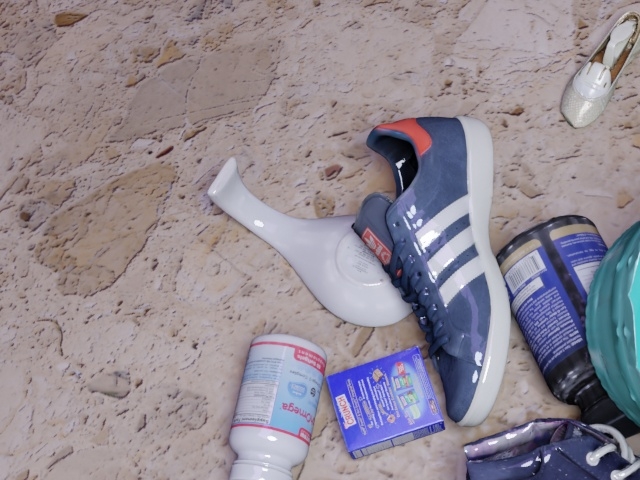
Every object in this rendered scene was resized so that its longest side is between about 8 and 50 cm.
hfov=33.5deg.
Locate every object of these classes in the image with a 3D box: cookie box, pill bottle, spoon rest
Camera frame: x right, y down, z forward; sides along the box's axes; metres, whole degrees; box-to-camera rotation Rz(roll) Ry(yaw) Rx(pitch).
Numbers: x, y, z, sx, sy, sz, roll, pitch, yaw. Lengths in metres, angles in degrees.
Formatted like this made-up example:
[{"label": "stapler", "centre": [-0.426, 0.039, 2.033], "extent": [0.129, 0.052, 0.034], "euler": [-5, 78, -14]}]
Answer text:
[{"label": "cookie box", "centre": [0.070, 0.175, 1.150], "extent": [0.107, 0.040, 0.092], "euler": [-18, 61, 1]}, {"label": "pill bottle", "centre": [-0.049, 0.187, 1.141], "extent": [0.087, 0.087, 0.160], "euler": [5, 65, 14]}, {"label": "pill bottle", "centre": [0.275, 0.092, 1.105], "extent": [0.122, 0.123, 0.219], "euler": [-21, 61, 0]}, {"label": "spoon rest", "centre": [0.000, 0.000, 1.246], "extent": [0.276, 0.084, 0.137], "euler": [30, 73, 10]}]

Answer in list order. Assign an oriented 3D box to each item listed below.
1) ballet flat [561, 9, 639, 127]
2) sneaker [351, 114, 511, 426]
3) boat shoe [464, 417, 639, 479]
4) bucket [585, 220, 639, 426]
[{"label": "ballet flat", "centre": [0.341, -0.213, 1.291], "extent": [0.057, 0.052, 0.168], "euler": [27, 71, 22]}, {"label": "sneaker", "centre": [0.108, 0.026, 1.139], "extent": [0.148, 0.131, 0.350], "euler": [4, 64, -13]}, {"label": "boat shoe", "centre": [0.292, 0.238, 0.990], "extent": [0.340, 0.127, 0.158], "euler": [-13, 99, 6]}, {"label": "bucket", "centre": [0.374, 0.071, 0.929], "extent": [0.281, 0.183, 0.281], "euler": [0, 86, -2]}]
